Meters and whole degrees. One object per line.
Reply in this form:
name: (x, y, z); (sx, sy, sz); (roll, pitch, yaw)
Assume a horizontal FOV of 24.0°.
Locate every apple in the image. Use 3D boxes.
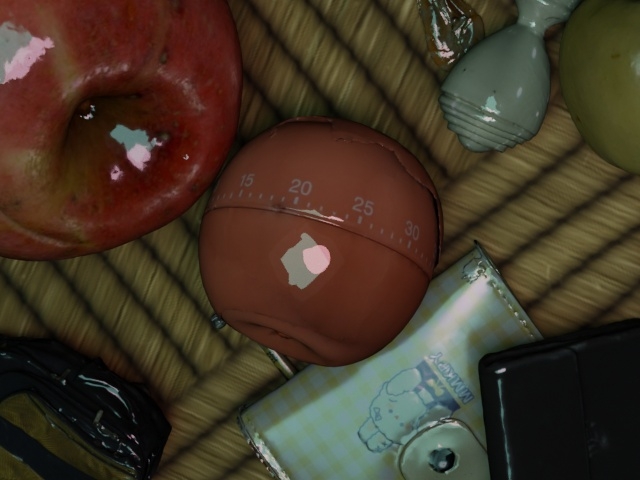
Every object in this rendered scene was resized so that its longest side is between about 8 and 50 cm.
apple: (-0.267, -0.168, 1.405); (0.363, 0.364, 0.364); (2, 101, 11)
apple: (0.310, -0.157, 1.376); (0.200, 0.200, 0.200); (2, 101, 11)

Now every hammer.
hammer: (-0.035, 0.132, 1.583); (0.062, 0.017, 0.182); (-39, 93, 16)

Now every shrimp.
shrimp: (0.129, -0.219, 1.482); (0.059, 0.023, 0.108); (-13, 97, 4)

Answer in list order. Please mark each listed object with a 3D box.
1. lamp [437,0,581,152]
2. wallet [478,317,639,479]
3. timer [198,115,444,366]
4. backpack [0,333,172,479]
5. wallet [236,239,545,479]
lamp: (0.185, -0.174, 1.444); (0.106, 0.106, 0.193); (26, 94, 6)
wallet: (0.276, 0.290, 1.473); (0.228, 0.062, 0.406); (-11, 98, -24)
timer: (0.000, 0.000, 1.439); (0.229, 0.229, 0.215); (21, 74, 7)
backpack: (-0.284, 0.201, 1.595); (0.258, 0.133, 0.206); (32, 114, 10)
wallet: (0.096, 0.176, 1.535); (0.309, 0.077, 0.223); (-35, 92, 11)
